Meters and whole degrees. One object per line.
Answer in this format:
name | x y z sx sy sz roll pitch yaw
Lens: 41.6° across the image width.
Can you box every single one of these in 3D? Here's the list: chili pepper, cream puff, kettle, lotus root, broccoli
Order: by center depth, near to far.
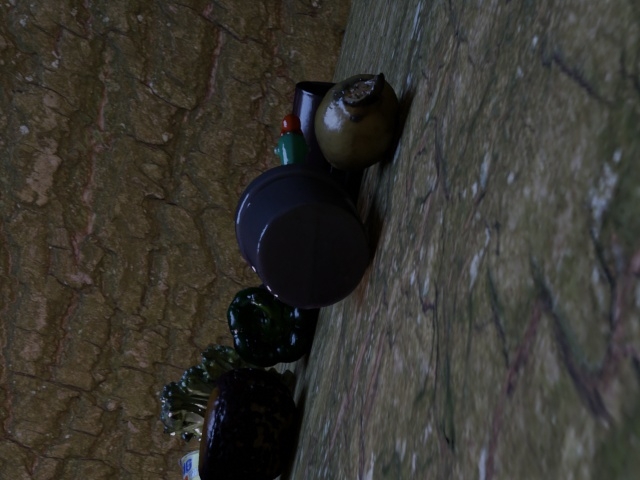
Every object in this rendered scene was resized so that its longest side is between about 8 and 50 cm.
lotus root | 0.051 -0.166 1.166 0.221 0.118 0.125 95 170 -77
kettle | 0.023 -0.145 1.482 0.202 0.144 0.232 38 125 51
cream puff | -0.134 0.352 1.540 0.239 0.164 0.239 -168 90 -81
chili pepper | -0.100 0.165 1.643 0.261 0.173 0.165 94 -176 -83
broccoli | -0.174 0.341 1.750 0.288 0.245 0.248 -39 -51 -35

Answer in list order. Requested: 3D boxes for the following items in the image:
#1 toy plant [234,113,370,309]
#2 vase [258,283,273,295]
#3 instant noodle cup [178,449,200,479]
toy plant | -0.030 -0.019 1.267 0.185 0.279 0.400 -35 16 2
vase | -0.092 0.119 2.166 0.183 0.120 0.120 -60 8 11
instant noodle cup | -0.216 0.561 1.864 0.205 0.204 0.153 109 164 -52
